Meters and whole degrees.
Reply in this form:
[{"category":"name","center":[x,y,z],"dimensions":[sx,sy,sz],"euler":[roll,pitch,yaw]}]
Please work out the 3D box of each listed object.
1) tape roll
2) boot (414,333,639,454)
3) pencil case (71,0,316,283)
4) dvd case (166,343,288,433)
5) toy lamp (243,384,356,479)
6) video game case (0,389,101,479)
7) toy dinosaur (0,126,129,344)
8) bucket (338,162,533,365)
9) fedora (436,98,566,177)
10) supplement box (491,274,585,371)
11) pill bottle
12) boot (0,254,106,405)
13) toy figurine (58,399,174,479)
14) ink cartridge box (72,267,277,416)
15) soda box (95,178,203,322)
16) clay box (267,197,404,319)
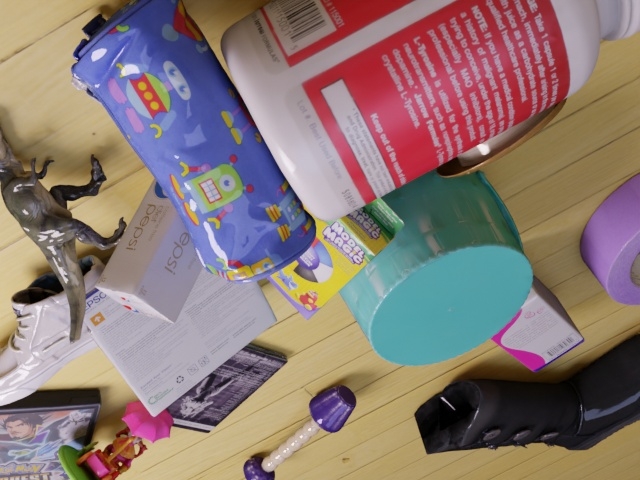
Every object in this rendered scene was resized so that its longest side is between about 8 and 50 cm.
[{"category":"tape roll","center":[0.591,-0.012,1.288],"dimensions":[0.275,0.090,0.274],"euler":[-13,137,-12]},{"category":"boot","center":[0.461,0.310,1.539],"dimensions":[0.446,0.146,0.367],"euler":[11,127,-27]},{"category":"pencil case","center":[-0.126,-0.097,0.758],"dimensions":[0.133,0.119,0.306],"euler":[-32,110,-1]},{"category":"dvd case","center":[-0.184,0.242,1.253],"dimensions":[0.165,0.018,0.221],"euler":[25,119,-41]},{"category":"toy lamp","center":[-0.038,0.366,1.404],"dimensions":[0.080,0.080,0.274],"euler":[24,121,-40]},{"category":"video game case","center":[-0.504,0.326,1.181],"dimensions":[0.275,0.035,0.248],"euler":[3,132,-27]},{"category":"toy dinosaur","center":[-0.288,-0.024,0.855],"dimensions":[0.118,0.064,0.268],"euler":[-25,107,-9]},{"category":"bucket","center":[0.149,0.033,1.061],"dimensions":[0.281,0.183,0.281],"euler":[-13,137,-12]},{"category":"fedora","center":[0.211,-0.159,0.940],"dimensions":[0.194,0.194,0.079],"euler":[-36,103,13]},{"category":"supplement box","center":[0.348,0.126,1.303],"dimensions":[0.111,0.113,0.220],"euler":[-37,138,16]},{"category":"pill bottle","center":[0.125,-0.206,0.769],"dimensions":[0.408,0.229,0.229],"euler":[-28,138,5]},{"category":"boot","center":[-0.374,0.112,0.990],"dimensions":[0.258,0.095,0.123],"euler":[-32,133,-3]},{"category":"toy figurine","center":[-0.302,0.322,1.195],"dimensions":[0.159,0.130,0.173],"euler":[-41,170,-8]},{"category":"ink cartridge box","center":[-0.189,0.090,1.003],"dimensions":[0.223,0.045,0.223],"euler":[-36,128,-19]},{"category":"soda box","center":[-0.162,-0.020,0.855],"dimensions":[0.069,0.216,0.074],"euler":[7,154,36]},{"category":"clay box","center":[0.000,0.000,0.958],"dimensions":[0.053,0.127,0.222],"euler":[-41,175,-40]}]
